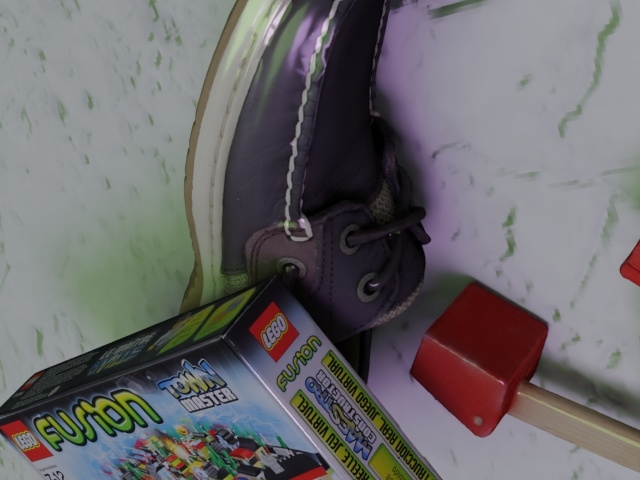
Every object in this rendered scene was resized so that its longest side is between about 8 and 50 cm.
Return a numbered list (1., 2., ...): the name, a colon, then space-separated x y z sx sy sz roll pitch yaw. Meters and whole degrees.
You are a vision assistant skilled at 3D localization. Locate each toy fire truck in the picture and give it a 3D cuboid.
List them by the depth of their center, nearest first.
1. toy fire truck: 0.140 0.053 0.432 0.192 0.047 0.135 34 131 15

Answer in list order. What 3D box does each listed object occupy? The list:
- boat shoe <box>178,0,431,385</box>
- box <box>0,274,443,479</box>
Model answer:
1. boat shoe: 0.000 0.000 0.473 0.092 0.103 0.285 26 133 13
2. box: -0.053 0.091 0.493 0.114 0.036 0.207 51 141 -13
